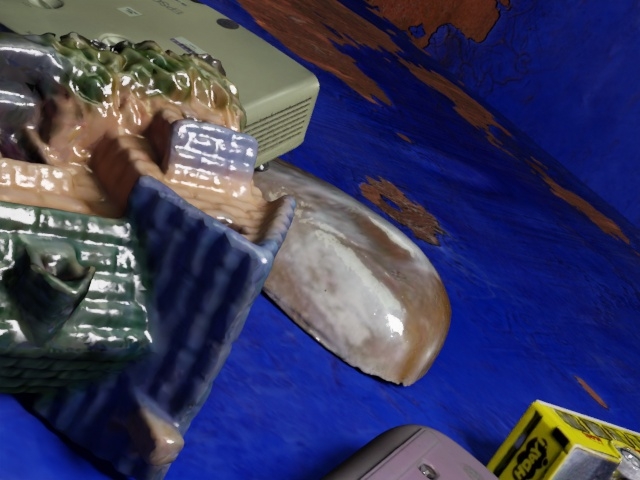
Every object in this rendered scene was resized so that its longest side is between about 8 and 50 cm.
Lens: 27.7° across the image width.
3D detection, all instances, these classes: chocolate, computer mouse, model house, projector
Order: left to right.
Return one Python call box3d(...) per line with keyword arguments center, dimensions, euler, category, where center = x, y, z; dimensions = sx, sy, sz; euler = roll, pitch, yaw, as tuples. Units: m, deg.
box3d(center=(-0.111, 0.012, 0.602), dimensions=(0.183, 0.166, 0.172), euler=(8, 33, -37), category="model house")
box3d(center=(-0.157, -0.124, 0.929), dimensions=(0.269, 0.088, 0.193), euler=(32, 34, 20), category="projector")
box3d(center=(0.000, -0.001, 1.005), dimensions=(0.254, 0.080, 0.157), euler=(39, 16, 9), category="chocolate")
box3d(center=(0.054, 0.160, 0.701), dimensions=(0.120, 0.057, 0.232), euler=(40, 13, 11), category="computer mouse")

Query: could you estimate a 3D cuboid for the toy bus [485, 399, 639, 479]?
box3d(center=(0.223, 0.186, 0.960), dimensions=(0.226, 0.081, 0.074), euler=(19, 18, -39), category="toy bus")
